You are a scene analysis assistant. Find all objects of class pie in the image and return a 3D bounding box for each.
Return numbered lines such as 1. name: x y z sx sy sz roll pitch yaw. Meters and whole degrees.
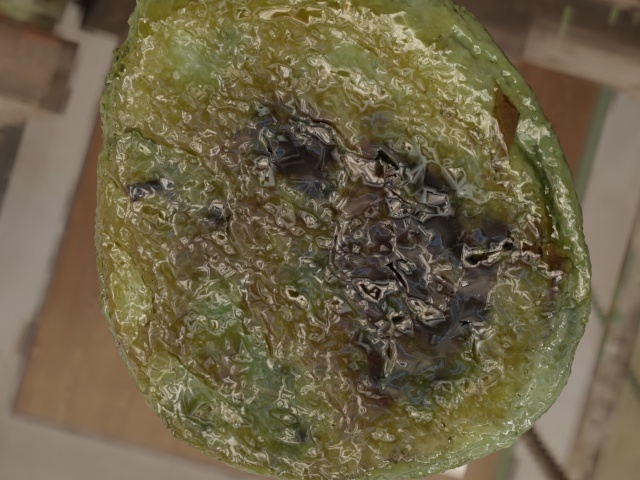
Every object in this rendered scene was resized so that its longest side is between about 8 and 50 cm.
1. pie: 0.000 0.000 0.997 0.323 0.323 0.070 14 -153 23
